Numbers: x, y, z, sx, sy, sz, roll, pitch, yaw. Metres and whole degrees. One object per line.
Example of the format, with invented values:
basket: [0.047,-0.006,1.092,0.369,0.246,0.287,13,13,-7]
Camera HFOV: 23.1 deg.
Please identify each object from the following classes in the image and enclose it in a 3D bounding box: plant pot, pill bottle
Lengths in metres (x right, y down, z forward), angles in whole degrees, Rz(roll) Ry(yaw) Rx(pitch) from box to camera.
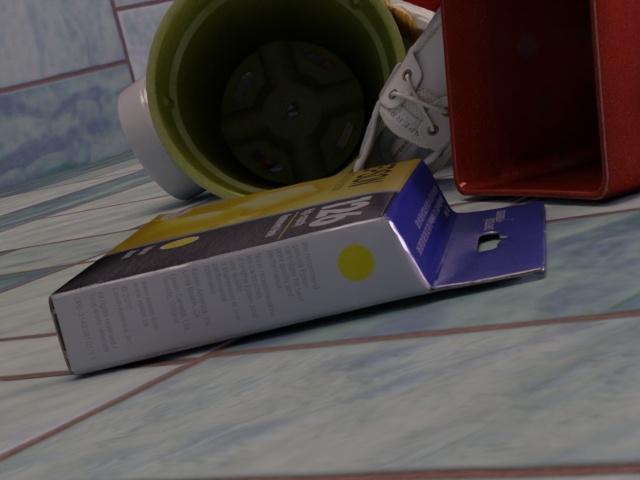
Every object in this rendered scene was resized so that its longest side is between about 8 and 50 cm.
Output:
plant pot: [-0.040,-0.160,1.761,0.276,0.276,0.254,-14,-4,2]
pill bottle: [-0.067,-0.212,2.018,0.363,0.210,0.210,-30,2,17]
plant pot: [0.261,-0.180,1.292,0.235,0.267,0.267,-7,5,-20]

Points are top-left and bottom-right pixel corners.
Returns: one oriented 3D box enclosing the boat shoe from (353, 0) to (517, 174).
boat shoe: [0.103,-0.126,1.489,0.096,0.098,0.277,-38,-15,-35]

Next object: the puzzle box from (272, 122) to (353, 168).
puzzle box: [0.038,-0.287,2.238,0.272,0.052,0.409,-4,55,56]

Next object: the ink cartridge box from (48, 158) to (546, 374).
ink cartridge box: [0.000,0.000,1.099,0.307,0.072,0.303,-15,7,10]

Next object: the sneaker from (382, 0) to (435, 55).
sneaker: [0.180,-0.208,1.658,0.131,0.112,0.296,-30,50,-18]

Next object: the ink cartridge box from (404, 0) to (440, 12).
ink cartridge box: [0.218,-0.302,1.441,0.296,0.261,0.066,15,19,-27]
